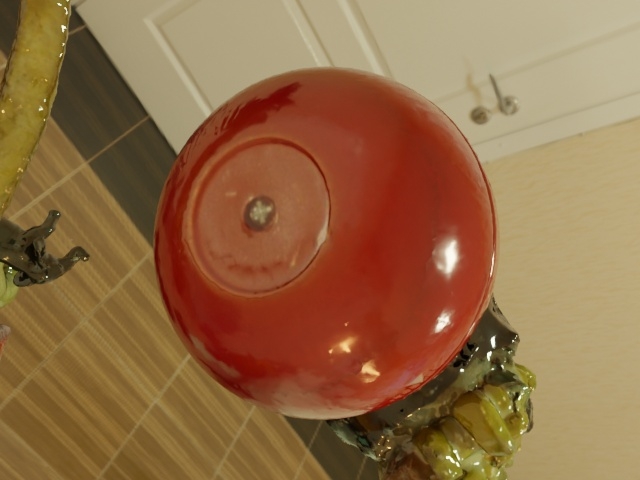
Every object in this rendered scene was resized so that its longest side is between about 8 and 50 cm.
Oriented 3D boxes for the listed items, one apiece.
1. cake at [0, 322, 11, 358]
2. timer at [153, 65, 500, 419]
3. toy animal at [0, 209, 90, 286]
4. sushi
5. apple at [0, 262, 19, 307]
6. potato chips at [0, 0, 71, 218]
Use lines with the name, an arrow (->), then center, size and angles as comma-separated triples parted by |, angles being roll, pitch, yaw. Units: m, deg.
cake -> -0.918, 0.291, 1.427 | 0.230, 0.309, 0.237 | 20, 81, -12
timer -> 0.000, 0.000, 0.649 | 0.279, 0.378, 0.377 | 16, 65, -63
toy animal -> -0.565, 0.005, 1.110 | 0.245, 0.114, 0.146 | 18, 34, -14
sushi -> 0.189, 0.233, 0.879 | 0.285, 0.329, 0.328 | 46, -1, 24
apple -> -0.859, 0.059, 1.428 | 0.279, 0.279, 0.279 | 23, 60, -48
potato chips -> -0.304, -0.158, 0.589 | 0.080, 0.057, 0.406 | 19, 101, -19
